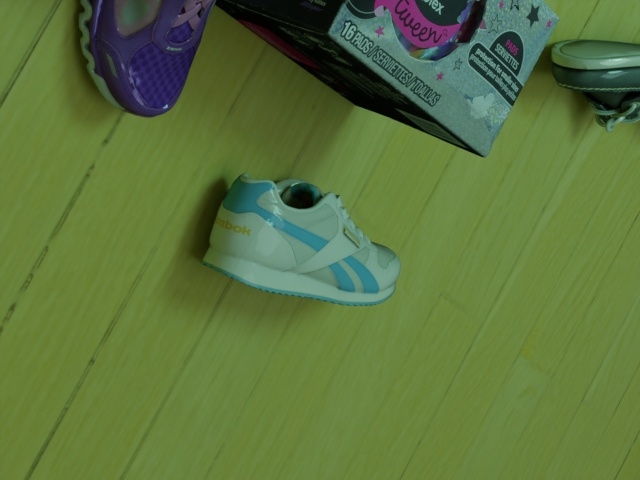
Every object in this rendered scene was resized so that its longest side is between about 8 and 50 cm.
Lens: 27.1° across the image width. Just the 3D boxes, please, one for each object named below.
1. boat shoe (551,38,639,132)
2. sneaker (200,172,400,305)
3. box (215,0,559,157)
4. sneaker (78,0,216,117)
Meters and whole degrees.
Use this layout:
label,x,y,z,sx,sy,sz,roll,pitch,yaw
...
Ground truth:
label,x,y,z,sx,sy,sz,roll,pitch,yaw
boat shoe,0.346,-0.162,1.435,0.319,0.116,0.099,-8,111,-51
sneaker,0.000,0.000,1.156,0.229,0.087,0.092,10,100,-52
box,0.052,-0.191,1.051,0.247,0.163,0.142,28,89,-51
sneaker,-0.094,-0.197,0.935,0.095,0.105,0.236,1,110,-50
